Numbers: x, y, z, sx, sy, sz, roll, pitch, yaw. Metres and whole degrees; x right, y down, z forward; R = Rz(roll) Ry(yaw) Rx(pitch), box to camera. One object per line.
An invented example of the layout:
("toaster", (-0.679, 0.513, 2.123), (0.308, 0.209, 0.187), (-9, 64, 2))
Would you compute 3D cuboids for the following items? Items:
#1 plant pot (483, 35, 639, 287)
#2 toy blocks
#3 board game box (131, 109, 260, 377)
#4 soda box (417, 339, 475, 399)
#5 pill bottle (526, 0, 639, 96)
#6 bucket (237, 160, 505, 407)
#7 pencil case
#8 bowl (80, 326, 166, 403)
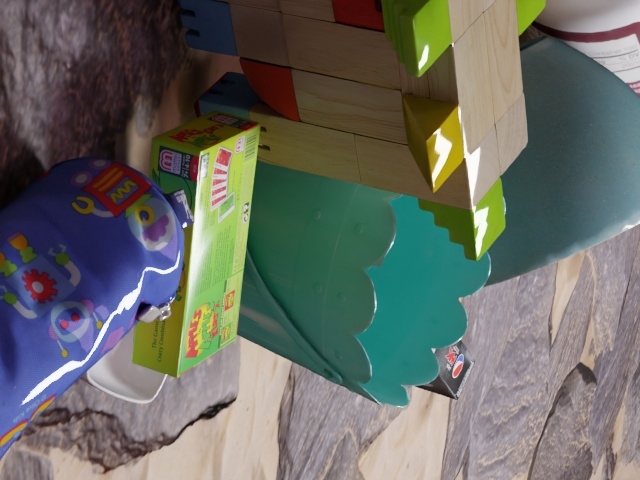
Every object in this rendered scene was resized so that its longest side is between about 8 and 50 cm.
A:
("plant pot", (0.211, -0.094, 2.003), (0.290, 0.290, 0.195), (-33, 100, -56))
("toy blocks", (0.006, -0.189, 1.450), (0.191, 0.261, 0.381), (-47, 141, -41))
("board game box", (-0.094, 0.002, 1.477), (0.092, 0.043, 0.181), (-31, 133, -58))
("soda box", (0.120, 0.122, 2.174), (0.053, 0.060, 0.169), (-66, 156, -16))
("pill bottle", (0.327, -0.259, 2.108), (0.224, 0.224, 0.392), (-61, 145, -23))
("bucket", (0.027, -0.011, 1.700), (0.281, 0.183, 0.281), (-48, 148, -45))
("pencil case", (-0.206, 0.063, 1.292), (0.306, 0.133, 0.119), (-47, 180, -44))
("bowl", (-0.151, 0.046, 1.504), (0.142, 0.053, 0.142), (-68, 158, -6))
